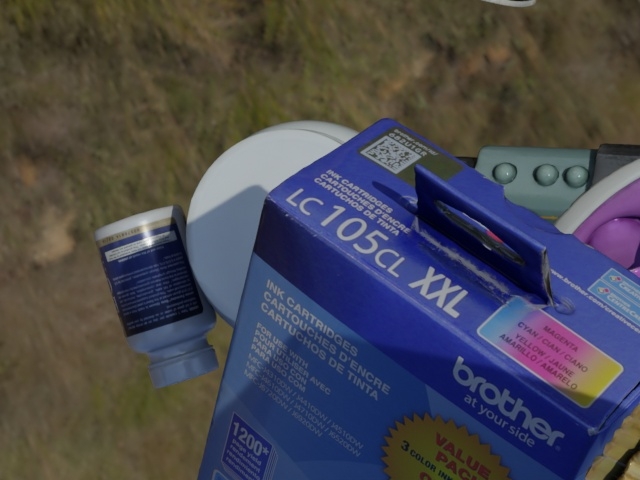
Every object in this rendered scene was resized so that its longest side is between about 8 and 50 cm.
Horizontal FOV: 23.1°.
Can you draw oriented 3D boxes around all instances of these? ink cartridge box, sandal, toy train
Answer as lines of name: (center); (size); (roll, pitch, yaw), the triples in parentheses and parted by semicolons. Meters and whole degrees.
ink cartridge box: (0.078, 0.105, 1.082); (0.151, 0.270, 0.395); (-34, 151, -43)
sandal: (0.247, 0.081, 1.491); (0.169, 0.102, 0.416); (25, 121, -36)
toy train: (0.300, -0.045, 1.896); (0.334, 0.142, 0.190); (5, 157, 24)

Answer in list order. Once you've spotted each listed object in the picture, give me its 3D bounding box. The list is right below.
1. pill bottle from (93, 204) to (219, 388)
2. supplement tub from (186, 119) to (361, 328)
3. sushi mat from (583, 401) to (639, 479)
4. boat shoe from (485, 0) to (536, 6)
pill bottle: (-0.158, 0.057, 1.561); (0.094, 0.169, 0.094); (-18, 179, 0)
supplement tub: (0.000, 0.000, 1.582); (0.228, 0.228, 0.316); (-31, 171, 8)
sushi mat: (0.230, 0.123, 0.619); (0.316, 0.019, 0.151); (23, 107, -29)
boat shoe: (0.228, -0.314, 1.796); (0.206, 0.075, 0.065); (-34, 136, -57)
